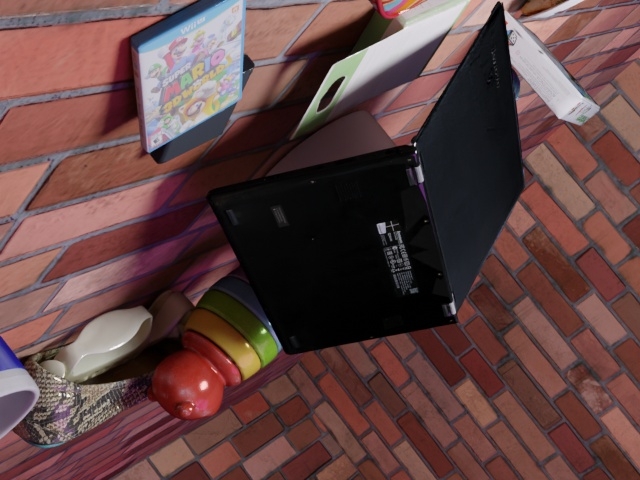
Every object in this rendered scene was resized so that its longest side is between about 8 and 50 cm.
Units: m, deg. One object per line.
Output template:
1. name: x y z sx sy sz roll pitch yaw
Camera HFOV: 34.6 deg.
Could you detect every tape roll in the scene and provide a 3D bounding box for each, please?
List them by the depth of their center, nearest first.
1. tape roll: 0.032 -0.062 1.603 0.246 0.169 0.246 -36 169 -8

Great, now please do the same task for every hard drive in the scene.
1. hard drive: -0.129 -0.139 1.107 0.094 0.022 0.135 -32 168 -32

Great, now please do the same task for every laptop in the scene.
1. laptop: 0.092 -0.068 1.424 0.408 0.236 0.382 -12 140 8

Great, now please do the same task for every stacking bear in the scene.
1. stacking bear: -0.148 0.163 1.627 0.289 0.175 0.164 -48 137 -24

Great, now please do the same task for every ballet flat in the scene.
1. ballet flat: -0.293 0.177 1.660 0.483 0.164 0.182 -21 138 -55

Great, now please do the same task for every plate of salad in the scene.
1. plate of salad: 0.401 -0.408 1.625 0.200 0.048 0.200 -30 -168 7

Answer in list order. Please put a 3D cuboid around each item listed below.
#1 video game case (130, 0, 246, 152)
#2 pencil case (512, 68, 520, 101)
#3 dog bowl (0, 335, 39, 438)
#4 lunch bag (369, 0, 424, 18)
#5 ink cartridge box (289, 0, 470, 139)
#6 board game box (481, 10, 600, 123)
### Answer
1. video game case: -0.123 -0.161 0.976 0.119 0.015 0.166 -33 159 -22
2. pencil case: 0.341 -0.295 1.943 0.070 0.064 0.152 -65 166 6
3. dog bowl: -0.483 0.218 1.246 0.265 0.104 0.265 -37 171 -7
4. lunch bag: 0.125 -0.332 0.848 0.293 0.120 0.258 -38 170 2
5. ink cartridge box: 0.061 -0.230 1.282 0.235 0.056 0.171 -28 166 -30
6. board game box: 0.383 -0.288 1.752 0.053 0.193 0.305 -42 169 18
